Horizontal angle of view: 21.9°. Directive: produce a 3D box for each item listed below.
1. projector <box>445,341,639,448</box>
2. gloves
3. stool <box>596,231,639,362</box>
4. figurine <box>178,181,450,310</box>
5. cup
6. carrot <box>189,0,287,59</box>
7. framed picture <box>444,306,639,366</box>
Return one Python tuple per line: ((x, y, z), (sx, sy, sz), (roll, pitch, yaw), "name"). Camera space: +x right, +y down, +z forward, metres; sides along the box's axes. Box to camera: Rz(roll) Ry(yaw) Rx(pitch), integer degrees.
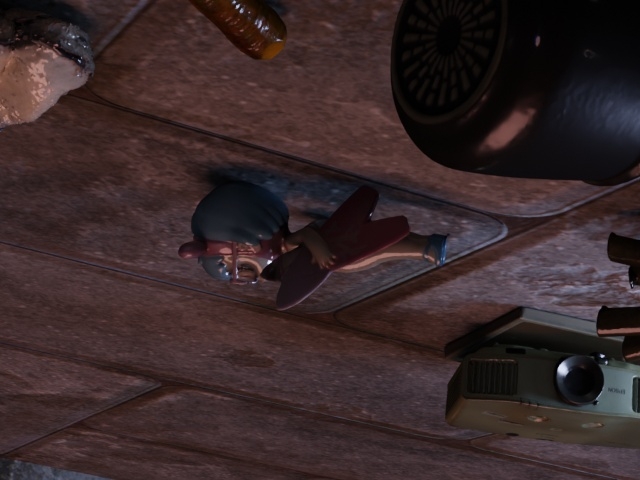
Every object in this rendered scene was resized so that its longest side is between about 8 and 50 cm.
((0.301, 0.192, 2.063), (0.270, 0.088, 0.193), (8, 160, -3), "projector")
((-0.257, -0.146, 1.343), (0.153, 0.070, 0.114), (-20, 141, 42), "gloves")
((0.346, 0.034, 1.578), (0.139, 0.153, 0.228), (1, 119, 29), "stool")
((-0.001, -0.011, 1.648), (0.260, 0.102, 0.205), (2, -163, 8), "figurine")
((0.165, -0.136, 1.101), (0.177, 0.169, 0.223), (14, 130, -32), "cup")
((-0.081, -0.181, 1.211), (0.042, 0.042, 0.171), (-5, 158, 33), "carrot")
((0.346, 0.148, 2.086), (0.324, 0.020, 0.240), (13, 161, -14), "framed picture")
